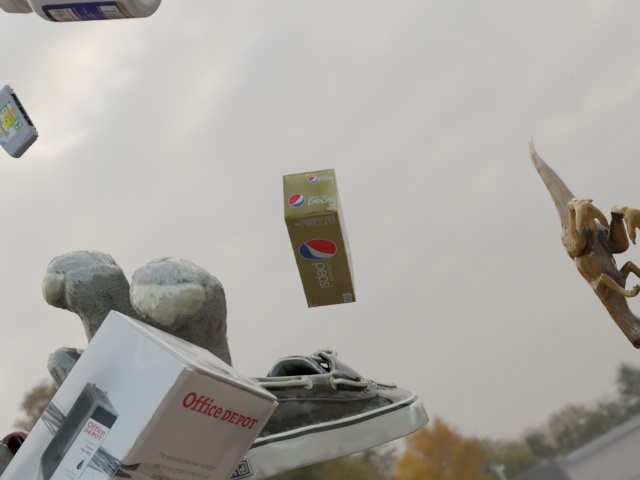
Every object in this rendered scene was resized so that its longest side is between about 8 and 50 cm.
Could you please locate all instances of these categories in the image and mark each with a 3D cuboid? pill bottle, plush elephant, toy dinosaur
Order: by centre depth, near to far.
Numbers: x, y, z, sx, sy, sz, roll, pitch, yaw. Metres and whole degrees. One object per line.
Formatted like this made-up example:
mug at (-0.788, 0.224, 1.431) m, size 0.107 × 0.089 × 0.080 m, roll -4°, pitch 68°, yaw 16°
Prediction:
plush elephant at (-0.199, 0.189, 0.999) m, size 0.255 × 0.330 × 0.272 m, roll -26°, pitch 20°, yaw -27°
toy dinosaur at (0.207, -0.007, 1.007) m, size 0.064 × 0.211 × 0.112 m, roll -21°, pitch -16°, yaw -16°
pill bottle at (-0.288, -0.313, 1.498) m, size 0.186 × 0.112 × 0.112 m, roll 1°, pitch -6°, yaw 19°

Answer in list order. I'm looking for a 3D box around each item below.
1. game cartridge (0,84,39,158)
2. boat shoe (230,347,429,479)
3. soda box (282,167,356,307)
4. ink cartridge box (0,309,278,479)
game cartridge at (-0.393, -0.148, 1.611) m, size 0.056 × 0.083 × 0.017 m, roll -42°, pitch -18°, yaw 30°
boat shoe at (0.001, 0.103, 0.803) m, size 0.077 × 0.070 × 0.219 m, roll -20°, pitch -10°, yaw 27°
soda box at (0.000, 0.000, 1.397) m, size 0.058 × 0.061 × 0.181 m, roll -7°, pitch -35°, yaw 4°
ink cartridge box at (-0.094, 0.111, 0.614) m, size 0.135 × 0.056 × 0.099 m, roll -56°, pitch -29°, yaw -1°
